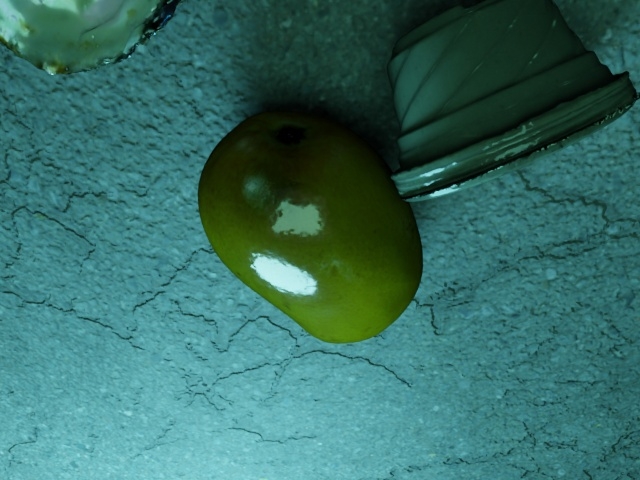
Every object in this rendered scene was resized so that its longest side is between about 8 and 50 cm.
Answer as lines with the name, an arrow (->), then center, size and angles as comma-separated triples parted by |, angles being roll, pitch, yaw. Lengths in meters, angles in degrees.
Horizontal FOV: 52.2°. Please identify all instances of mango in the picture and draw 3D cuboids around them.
mango -> 0.000, 0.000, 0.711 | 0.211, 0.173, 0.317 | -13, 133, 22

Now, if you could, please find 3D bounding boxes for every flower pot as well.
flower pot -> 0.151, -0.140, 0.591 | 0.235, 0.235, 0.141 | -21, 97, 18

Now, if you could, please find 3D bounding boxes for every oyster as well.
oyster -> -0.225, -0.260, 0.594 | 0.259, 0.092, 0.198 | -8, 125, 21
